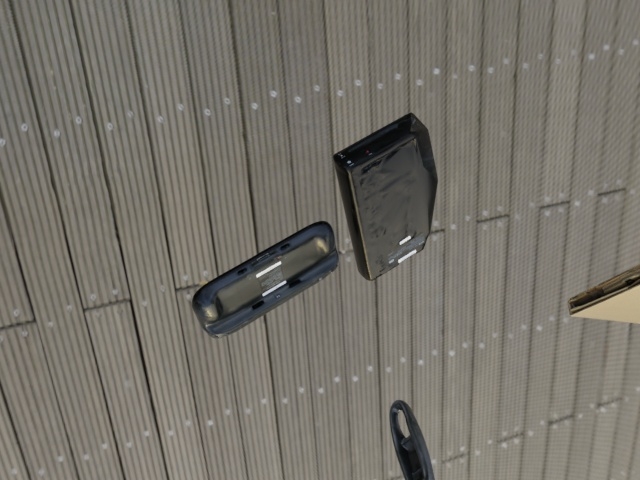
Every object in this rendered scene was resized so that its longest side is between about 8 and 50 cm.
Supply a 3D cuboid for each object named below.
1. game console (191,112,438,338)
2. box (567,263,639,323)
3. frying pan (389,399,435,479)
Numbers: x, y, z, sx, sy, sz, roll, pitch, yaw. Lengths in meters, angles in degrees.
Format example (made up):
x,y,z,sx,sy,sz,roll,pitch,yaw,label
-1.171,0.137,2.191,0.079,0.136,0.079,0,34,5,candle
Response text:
x,y,z,sx,sy,sz,roll,pitch,yaw,label
0.000,0.000,0.824,0.361,0.044,0.213,-30,138,-15,game console
0.369,0.047,0.612,0.201,0.164,0.021,8,63,-18,box
0.108,0.230,0.485,0.053,0.326,0.197,37,130,-27,frying pan
